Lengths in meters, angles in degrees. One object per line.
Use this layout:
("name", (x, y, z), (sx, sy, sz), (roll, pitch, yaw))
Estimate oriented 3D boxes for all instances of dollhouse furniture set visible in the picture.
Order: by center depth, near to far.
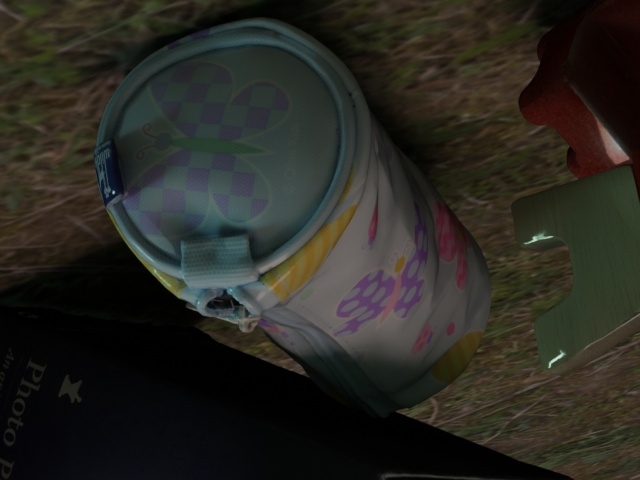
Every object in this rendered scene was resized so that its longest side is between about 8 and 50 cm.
("dollhouse furniture set", (0.250, -0.030, 0.822), (0.152, 0.201, 0.374), (-29, 149, 36))

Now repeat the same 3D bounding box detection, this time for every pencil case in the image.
("pencil case", (0.000, 0.000, 0.820), (0.114, 0.124, 0.273), (-19, 161, 12))

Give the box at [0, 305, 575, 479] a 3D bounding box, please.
("box", (-0.063, 0.215, 0.942), (0.294, 0.296, 0.183), (17, -176, 39))
